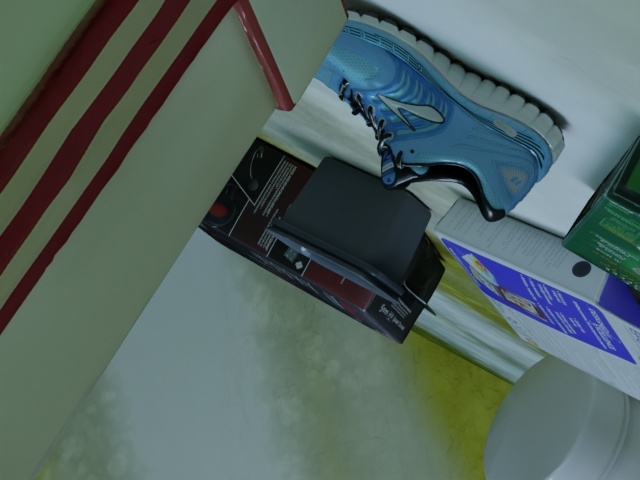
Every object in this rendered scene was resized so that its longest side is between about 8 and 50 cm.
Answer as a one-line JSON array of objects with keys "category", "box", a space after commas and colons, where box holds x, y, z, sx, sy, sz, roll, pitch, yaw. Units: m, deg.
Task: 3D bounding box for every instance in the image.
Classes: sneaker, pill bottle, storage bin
[{"category": "sneaker", "box": [0.043, -0.065, 0.677, 0.162, 0.073, 0.063, 29, 176, 7]}, {"category": "pill bottle", "box": [0.389, 0.290, 1.418, 0.408, 0.229, 0.229, 32, 175, -18]}, {"category": "storage bin", "box": [0.036, -0.012, 1.200, 0.135, 0.091, 0.098, 28, 175, 35]}]

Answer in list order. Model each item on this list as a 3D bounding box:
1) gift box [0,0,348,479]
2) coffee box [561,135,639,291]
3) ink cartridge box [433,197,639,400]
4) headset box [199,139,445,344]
[{"category": "gift box", "box": [-0.153, -0.092, 0.425, 0.255, 0.258, 0.276, 28, 168, 16]}, {"category": "coffee box", "box": [0.192, 0.002, 0.680, 0.113, 0.040, 0.184, 30, 175, 9]}, {"category": "ink cartridge box", "box": [0.214, 0.063, 1.036, 0.208, 0.045, 0.206, 29, 168, 41]}, {"category": "headset box", "box": [0.000, 0.000, 1.429, 0.293, 0.110, 0.218, 29, 175, 18]}]
